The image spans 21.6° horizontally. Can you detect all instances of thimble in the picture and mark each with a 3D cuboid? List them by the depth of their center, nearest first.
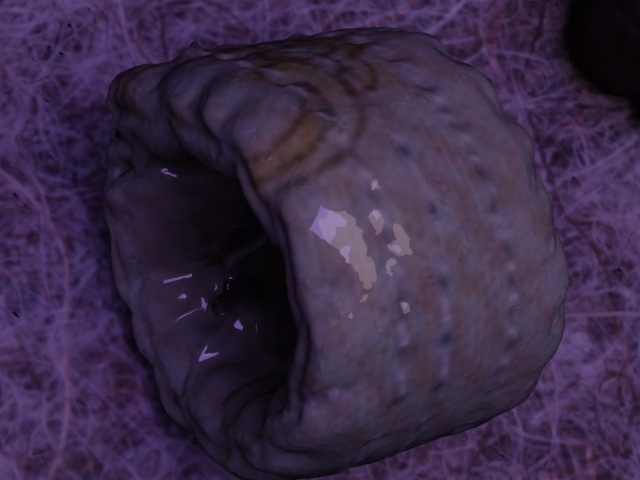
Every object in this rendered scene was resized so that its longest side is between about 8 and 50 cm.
[{"bbox_3d":[0.000,0.000,1.054,0.195,0.291,0.292,-15,83,-29],"label":"thimble"}]

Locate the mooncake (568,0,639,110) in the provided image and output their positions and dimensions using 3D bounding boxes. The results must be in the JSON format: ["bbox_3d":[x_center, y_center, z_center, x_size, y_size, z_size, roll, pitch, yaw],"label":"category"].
[{"bbox_3d":[0.331,-0.212,1.280,0.306,0.154,0.306,4,77,-19],"label":"mooncake"}]
